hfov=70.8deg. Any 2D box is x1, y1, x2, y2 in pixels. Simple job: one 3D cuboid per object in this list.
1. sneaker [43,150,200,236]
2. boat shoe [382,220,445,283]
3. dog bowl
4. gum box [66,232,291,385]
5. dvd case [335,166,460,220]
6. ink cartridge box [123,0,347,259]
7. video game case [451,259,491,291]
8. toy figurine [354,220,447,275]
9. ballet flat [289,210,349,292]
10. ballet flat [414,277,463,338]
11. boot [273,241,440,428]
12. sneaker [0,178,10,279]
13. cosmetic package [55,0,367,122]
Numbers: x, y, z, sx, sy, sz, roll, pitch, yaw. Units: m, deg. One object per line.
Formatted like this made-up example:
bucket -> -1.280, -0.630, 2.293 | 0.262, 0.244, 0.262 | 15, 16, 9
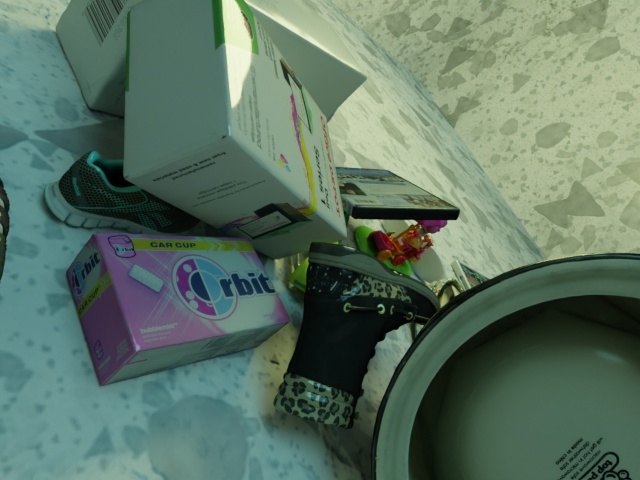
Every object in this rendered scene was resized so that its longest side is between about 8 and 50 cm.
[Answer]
sneaker -> -0.179, -0.046, 0.459 | 0.166, 0.076, 0.065 | 4, 53, -54
boat shoe -> 0.204, 0.012, 0.965 | 0.184, 0.066, 0.063 | 48, 27, 19
dog bowl -> 0.257, 0.208, 0.466 | 0.408, 0.408, 0.150 | 50, 8, 2
gum box -> -0.122, 0.056, 0.431 | 0.188, 0.062, 0.107 | 2, 53, -54
dvd case -> 0.091, -0.086, 0.769 | 0.180, 0.022, 0.253 | 0, 22, -20
ink cartridge box -> -0.079, -0.116, 0.520 | 0.278, 0.117, 0.202 | 37, 41, -61
video game case -> 0.424, 0.153, 1.143 | 0.201, 0.023, 0.184 | 25, 37, -37
toy figurine -> 0.178, -0.013, 0.844 | 0.173, 0.159, 0.130 | 21, 39, -43
ballet flat -> 0.000, 0.000, 0.676 | 0.077, 0.077, 0.231 | 15, 34, -1
ballet flat -> 0.220, 0.134, 0.814 | 0.091, 0.077, 0.241 | 46, 29, -9
boot -> 0.049, 0.118, 0.521 | 0.236, 0.085, 0.179 | 29, 72, -45
sneaker -> -0.297, -0.036, 0.271 | 0.162, 0.106, 0.281 | 8, 38, -45
cosmetic package -> -0.129, -0.269, 0.663 | 0.385, 0.217, 0.156 | 2, 54, -56
